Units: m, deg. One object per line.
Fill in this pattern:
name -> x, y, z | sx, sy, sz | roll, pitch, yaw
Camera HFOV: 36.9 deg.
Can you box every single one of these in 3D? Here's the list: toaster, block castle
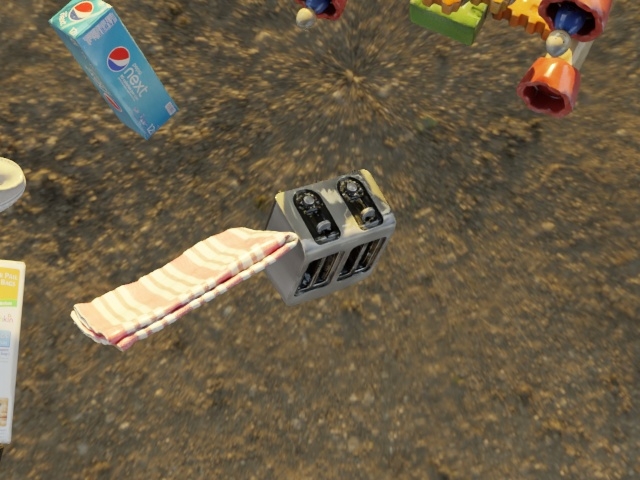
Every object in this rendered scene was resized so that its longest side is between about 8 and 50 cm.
toaster -> 0.000, 0.000, 1.429 | 0.168, 0.185, 0.110 | -17, 61, -29
block castle -> 0.173, -0.354, 1.316 | 0.453, 0.303, 0.212 | 26, 74, 11

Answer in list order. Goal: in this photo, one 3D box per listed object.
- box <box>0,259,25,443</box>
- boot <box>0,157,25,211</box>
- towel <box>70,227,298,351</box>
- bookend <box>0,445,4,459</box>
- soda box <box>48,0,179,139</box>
box -> -0.409, 0.120, 1.065 | 0.103, 0.114, 0.203 | -8, 76, 45
boot -> -0.500, -0.099, 1.372 | 0.123, 0.258, 0.095 | -36, 83, 29
towel -> -0.127, 0.035, 0.887 | 0.197, 0.144, 0.029 | -31, 106, -22
bookend -> -0.547, 0.345, 1.340 | 0.157, 0.072, 0.156 | 16, 95, 12
soda box -> -0.280, -0.237, 1.316 | 0.067, 0.210, 0.071 | -46, 54, -13
